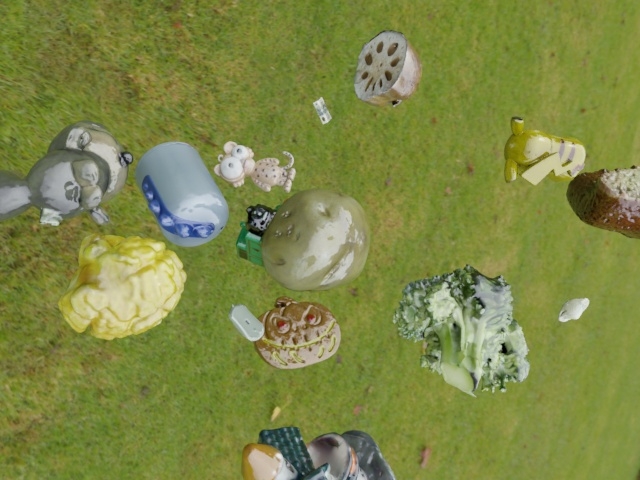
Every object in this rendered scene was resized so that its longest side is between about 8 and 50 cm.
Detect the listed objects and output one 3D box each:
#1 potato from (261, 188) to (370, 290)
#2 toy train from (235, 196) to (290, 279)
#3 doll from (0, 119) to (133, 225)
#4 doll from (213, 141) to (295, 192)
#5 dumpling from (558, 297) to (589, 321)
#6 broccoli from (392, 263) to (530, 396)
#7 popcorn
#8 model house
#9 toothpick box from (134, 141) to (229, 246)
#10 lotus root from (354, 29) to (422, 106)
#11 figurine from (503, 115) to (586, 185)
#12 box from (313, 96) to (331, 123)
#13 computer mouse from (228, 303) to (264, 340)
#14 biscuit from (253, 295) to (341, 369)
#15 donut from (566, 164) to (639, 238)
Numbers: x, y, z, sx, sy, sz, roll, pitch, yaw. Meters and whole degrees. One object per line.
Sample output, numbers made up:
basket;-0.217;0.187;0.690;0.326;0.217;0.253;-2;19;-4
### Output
potato;0.000;0.000;1.200;0.326;0.221;0.243;-5;111;-61
toy train;-0.157;-0.007;1.704;0.429;0.249;0.178;102;10;-66
doll;-0.690;-0.192;1.339;0.378;0.382;0.252;5;111;-11
doll;-0.226;-0.251;1.787;0.119;0.278;0.154;109;-11;-80
dumpling;0.614;0.172;1.245;0.059;0.043;0.077;37;85;-36
broccoli;0.359;0.230;1.304;0.317;0.277;0.338;0;84;-59
popcorn;-0.378;0.081;0.988;0.200;0.203;0.226;32;101;-29
model house;-0.001;0.380;0.799;0.190;0.271;0.301;-34;124;1
toothpick box;-0.456;-0.133;1.685;0.263;0.355;0.263;-25;147;-17
lotus root;0.251;-0.583;1.812;0.192;0.272;0.272;23;90;-42
figurine;0.752;-0.285;1.756;0.326;0.169;0.218;9;97;-10
box;0.007;-0.464;1.832;0.083;0.024;0.054;62;29;-20
computer mouse;-0.190;0.204;1.281;0.110;0.032;0.056;50;53;-1
biscuit;-0.111;0.398;2.286;0.394;0.350;0.070;-17;154;-24
donut;0.518;-0.064;0.891;0.187;0.126;0.144;-75;174;-55
